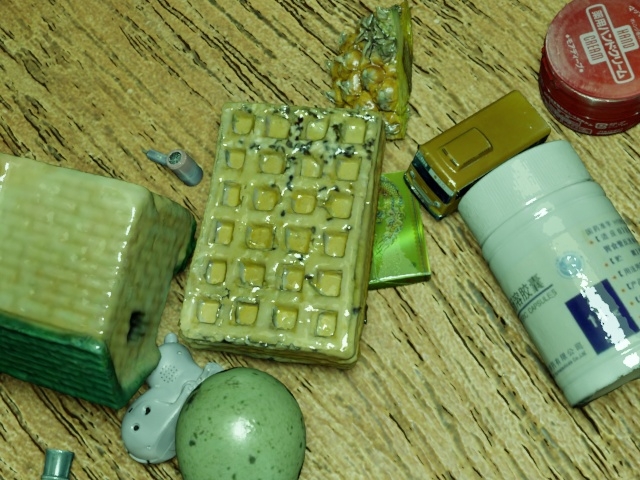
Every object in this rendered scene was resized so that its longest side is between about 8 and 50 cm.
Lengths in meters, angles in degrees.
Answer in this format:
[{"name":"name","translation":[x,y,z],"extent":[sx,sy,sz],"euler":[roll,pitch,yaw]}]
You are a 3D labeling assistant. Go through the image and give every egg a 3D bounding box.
[{"name":"egg","translation":[-0.106,0.285,1.216],"extent":[0.177,0.177,0.228],"euler":[-5,82,5]}]

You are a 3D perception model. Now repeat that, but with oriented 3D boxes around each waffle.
[{"name":"waffle","translation":[-0.050,-0.015,1.300],"extent":[0.261,0.114,0.376],"euler":[4,71,12]}]

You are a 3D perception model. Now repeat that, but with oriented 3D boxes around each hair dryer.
[{"name":"hair dryer","translation":[-0.245,-0.129,1.440],"extent":[0.114,0.063,0.037],"euler":[23,77,30]}]

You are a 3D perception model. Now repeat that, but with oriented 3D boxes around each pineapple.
[{"name":"pineapple","translation":[0.066,-0.288,1.401],"extent":[0.140,0.164,0.249],"euler":[0,74,15]}]

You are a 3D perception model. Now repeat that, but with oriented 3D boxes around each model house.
[{"name":"model house","translation":[-0.405,0.069,1.260],"extent":[0.382,0.334,0.342],"euler":[12,84,14]}]

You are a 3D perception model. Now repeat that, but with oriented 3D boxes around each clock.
[{"name":"clock","translation":[-0.231,0.228,1.300],"extent":[0.117,0.080,0.176],"euler":[29,80,30]}]

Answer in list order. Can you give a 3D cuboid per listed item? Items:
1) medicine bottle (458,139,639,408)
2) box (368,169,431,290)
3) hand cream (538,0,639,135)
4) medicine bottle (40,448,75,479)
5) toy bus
[{"name":"medicine bottle","translation":[0.341,0.040,1.233],"extent":[0.190,0.190,0.332],"euler":[-26,70,-2]},{"name":"box","translation":[0.000,0.000,1.368],"extent":[0.311,0.043,0.173],"euler":[-9,70,4]},{"name":"hand cream","translation":[0.427,-0.263,1.361],"extent":[0.193,0.125,0.193],"euler":[-2,72,6]},{"name":"medicine bottle","translation":[-0.387,0.402,1.274],"extent":[0.090,0.053,0.208],"euler":[3,71,8]},{"name":"toy bus","translation":[0.231,-0.126,1.333],"extent":[0.201,0.114,0.098],"euler":[-31,72,-17]}]
